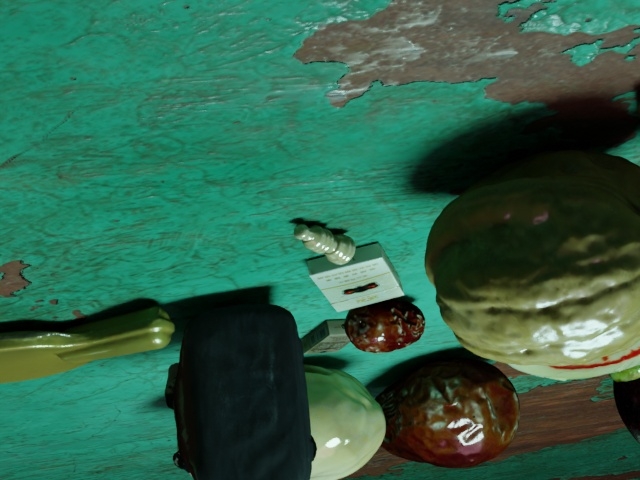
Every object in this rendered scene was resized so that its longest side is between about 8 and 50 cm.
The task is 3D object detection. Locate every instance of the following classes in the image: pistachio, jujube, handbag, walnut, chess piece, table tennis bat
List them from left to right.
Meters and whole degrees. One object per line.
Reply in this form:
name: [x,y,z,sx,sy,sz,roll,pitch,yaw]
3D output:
table tennis bat: [-0.327,0.136,1.792,0.320,0.050,0.198,-14,162,17]
handbag: [-0.098,0.211,1.823,0.181,0.254,0.181,-7,167,-7]
pistachio: [-0.052,0.282,2.161,0.299,0.187,0.187,-16,161,16]
chess piece: [0.000,0.000,1.622,0.035,0.035,0.092,-22,155,27]
jujube: [0.086,0.108,1.924,0.077,0.077,0.129,-26,167,37]
jujube: [0.186,0.273,2.299,0.190,0.190,0.255,3,163,-37]
walnut: [0.233,0.022,1.517,0.257,0.224,0.257,7,139,6]

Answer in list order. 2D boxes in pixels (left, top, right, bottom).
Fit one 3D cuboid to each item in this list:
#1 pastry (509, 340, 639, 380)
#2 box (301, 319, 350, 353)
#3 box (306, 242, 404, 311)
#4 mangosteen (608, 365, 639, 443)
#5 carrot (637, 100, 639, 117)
pastry: [0.314,0.067,1.727,0.264,0.133,0.265,-5,149,-3]
box: [0.015,0.132,2.013,0.053,0.024,0.083,-1,157,-27]
box: [0.044,0.046,1.788,0.090,0.024,0.167,-15,160,8]
mangosteen: [0.564,0.202,2.202,0.288,0.288,0.288,-10,161,-4]
carrot: [0.362,-0.069,1.502,0.057,0.057,0.224,-15,143,9]
